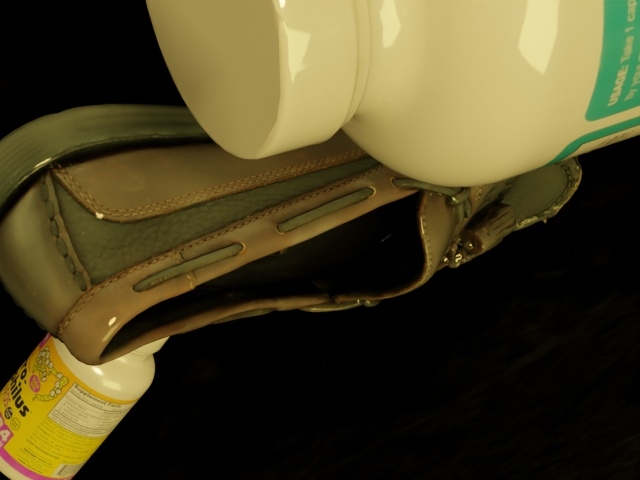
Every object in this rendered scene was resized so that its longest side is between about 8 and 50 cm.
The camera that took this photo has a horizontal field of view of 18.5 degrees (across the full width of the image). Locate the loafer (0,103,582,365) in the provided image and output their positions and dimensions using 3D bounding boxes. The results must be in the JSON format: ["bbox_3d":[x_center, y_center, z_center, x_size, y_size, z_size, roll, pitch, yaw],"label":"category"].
[{"bbox_3d":[0.000,0.000,0.723,0.268,0.084,0.096,-7,140,-37],"label":"loafer"}]

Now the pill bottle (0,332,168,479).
[{"bbox_3d":[-0.093,0.055,0.754,0.043,0.043,0.083,9,129,-49],"label":"pill bottle"}]

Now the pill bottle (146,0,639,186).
[{"bbox_3d":[0.082,-0.103,0.595,0.264,0.146,0.146,-18,146,-25],"label":"pill bottle"}]
